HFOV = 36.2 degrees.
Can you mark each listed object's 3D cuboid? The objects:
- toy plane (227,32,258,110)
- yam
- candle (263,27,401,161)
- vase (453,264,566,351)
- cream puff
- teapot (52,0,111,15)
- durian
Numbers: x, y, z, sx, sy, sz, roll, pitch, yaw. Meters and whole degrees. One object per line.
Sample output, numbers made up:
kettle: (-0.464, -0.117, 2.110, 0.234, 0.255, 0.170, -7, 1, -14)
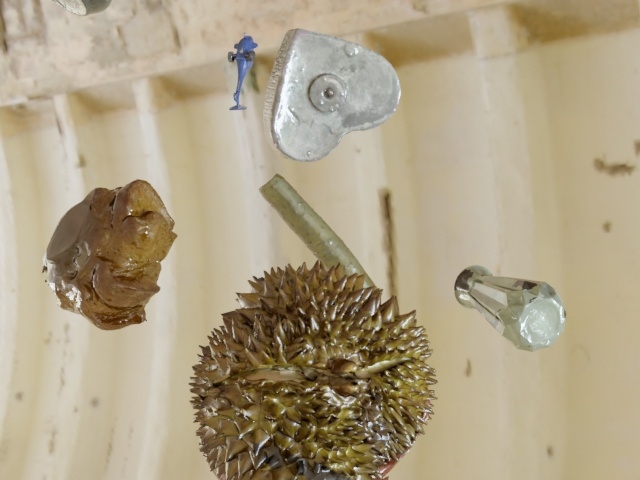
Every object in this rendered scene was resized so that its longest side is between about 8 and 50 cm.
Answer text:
toy plane: (-0.151, -0.330, 1.907, 0.054, 0.167, 0.062, 1, 153, 15)
yam: (0.000, 0.000, 2.258, 0.083, 0.371, 0.083, -37, -169, 9)
candle: (0.002, -0.200, 1.279, 0.192, 0.168, 0.068, -32, -164, -8)
vase: (0.437, 0.145, 2.308, 0.165, 0.165, 0.360, -13, -167, -13)
cream puff: (-0.349, 0.026, 1.589, 0.155, 0.241, 0.269, 23, 160, -35)
teapot: (-0.514, -0.714, 2.206, 0.253, 0.344, 0.300, 31, 165, 11)
durian: (-0.015, 0.198, 1.264, 0.347, 0.347, 0.384, -15, 167, -21)
